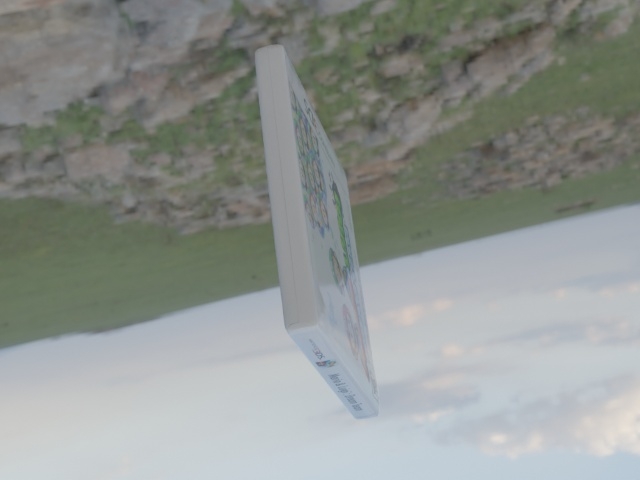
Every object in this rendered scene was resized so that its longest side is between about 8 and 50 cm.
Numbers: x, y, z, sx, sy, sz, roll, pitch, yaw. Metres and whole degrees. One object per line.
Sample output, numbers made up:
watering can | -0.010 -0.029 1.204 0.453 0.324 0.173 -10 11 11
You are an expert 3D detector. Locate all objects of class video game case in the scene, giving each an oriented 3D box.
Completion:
video game case | 0.000 0.000 0.595 0.019 0.157 0.143 -12 153 10
